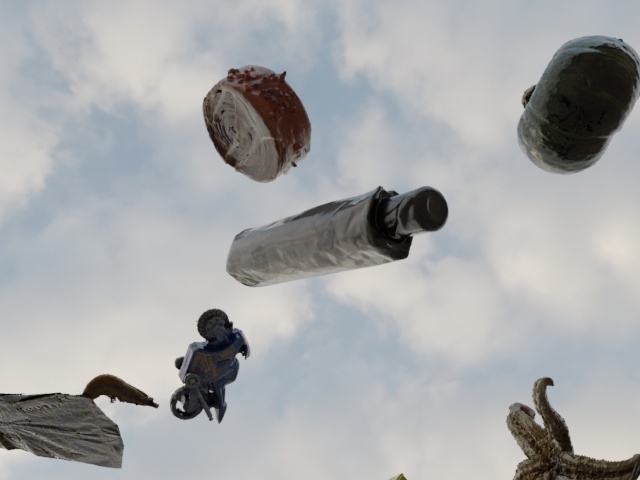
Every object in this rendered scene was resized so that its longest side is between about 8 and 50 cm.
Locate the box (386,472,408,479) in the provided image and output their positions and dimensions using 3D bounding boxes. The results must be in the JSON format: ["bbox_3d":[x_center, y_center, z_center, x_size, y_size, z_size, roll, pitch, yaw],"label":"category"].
[{"bbox_3d":[0.160,0.568,1.118,0.265,0.168,0.097,51,-138,5],"label":"box"}]

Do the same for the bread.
[{"bbox_3d":[-0.084,-0.157,0.844,0.073,0.161,0.160,-37,-71,-32],"label":"bread"}]

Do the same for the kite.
[{"bbox_3d":[-0.332,0.172,0.594,0.286,0.015,0.152,4,-44,-2],"label":"kite"}]

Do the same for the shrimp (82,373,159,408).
[{"bbox_3d":[-0.338,0.277,1.051,0.127,0.025,0.090,19,-105,-14],"label":"shrimp"}]

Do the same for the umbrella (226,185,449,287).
[{"bbox_3d":[0.000,0.000,0.656,0.067,0.337,0.073,19,-109,-32],"label":"umbrella"}]

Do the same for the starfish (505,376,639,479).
[{"bbox_3d":[0.443,0.403,1.141,0.113,0.303,0.311,-3,-99,-24],"label":"starfish"}]

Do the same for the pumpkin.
[{"bbox_3d":[0.526,-0.281,1.290,0.207,0.300,0.300,29,-88,18],"label":"pumpkin"}]

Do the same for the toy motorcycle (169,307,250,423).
[{"bbox_3d":[-0.183,0.216,1.067,0.114,0.076,0.204,16,-83,-30],"label":"toy motorcycle"}]
